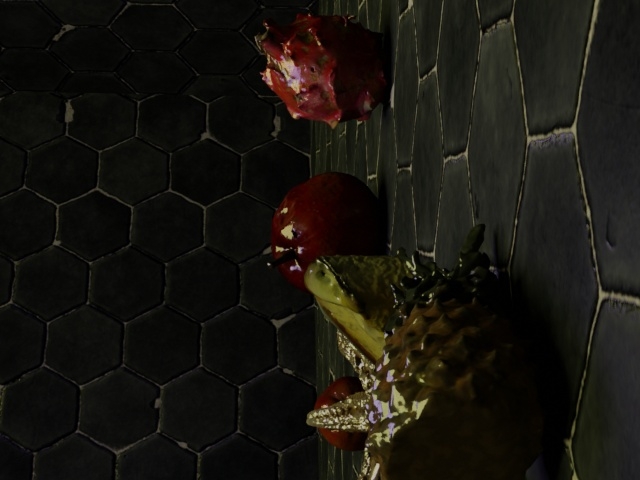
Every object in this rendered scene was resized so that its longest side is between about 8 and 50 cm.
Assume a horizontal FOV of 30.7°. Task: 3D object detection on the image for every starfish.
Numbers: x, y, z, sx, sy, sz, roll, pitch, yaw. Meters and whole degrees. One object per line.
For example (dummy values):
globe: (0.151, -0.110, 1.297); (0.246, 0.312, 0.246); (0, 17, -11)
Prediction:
starfish: (0.082, 0.284, 1.837); (0.327, 0.094, 0.375); (119, 141, -51)

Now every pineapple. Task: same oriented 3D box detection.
pineapple: (0.121, 0.090, 1.093); (0.340, 0.169, 0.169); (-84, -2, -57)

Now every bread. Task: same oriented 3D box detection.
bread: (0.103, 0.087, 1.387); (0.251, 0.133, 0.174); (45, 168, 10)

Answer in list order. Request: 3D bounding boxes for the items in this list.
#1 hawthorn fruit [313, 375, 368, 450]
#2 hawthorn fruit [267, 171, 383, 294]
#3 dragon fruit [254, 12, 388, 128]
hawthorn fruit: (0.052, 0.306, 2.038); (0.138, 0.132, 0.133); (93, 177, -71)
hawthorn fruit: (0.000, 0.000, 2.122); (0.266, 0.210, 0.230); (-32, -32, -52)
dragon fruit: (-0.003, -0.311, 2.096); (0.210, 0.268, 0.205); (-38, 40, 44)
